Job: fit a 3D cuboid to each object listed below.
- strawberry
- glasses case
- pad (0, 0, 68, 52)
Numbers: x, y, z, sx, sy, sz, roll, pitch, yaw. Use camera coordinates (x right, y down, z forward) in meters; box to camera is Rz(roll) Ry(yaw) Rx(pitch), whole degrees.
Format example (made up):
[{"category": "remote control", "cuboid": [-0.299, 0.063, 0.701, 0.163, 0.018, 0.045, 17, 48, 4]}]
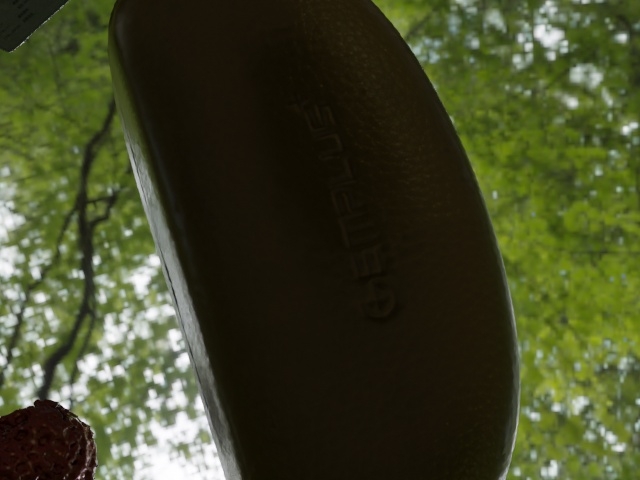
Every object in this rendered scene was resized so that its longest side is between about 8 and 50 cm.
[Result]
[{"category": "strawberry", "cuboid": [-0.308, 0.233, 1.077, 0.121, 0.082, 0.188, 49, -145, 16]}, {"category": "glasses case", "cuboid": [0.000, 0.000, 0.585, 0.173, 0.141, 0.371, -15, -105, -14]}, {"category": "pad", "cuboid": [-0.218, -0.282, 0.857, 0.265, 0.159, 0.009, -39, -132, 9]}]
